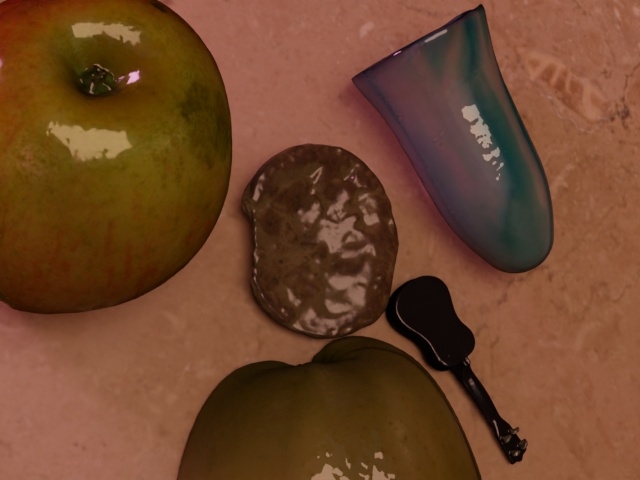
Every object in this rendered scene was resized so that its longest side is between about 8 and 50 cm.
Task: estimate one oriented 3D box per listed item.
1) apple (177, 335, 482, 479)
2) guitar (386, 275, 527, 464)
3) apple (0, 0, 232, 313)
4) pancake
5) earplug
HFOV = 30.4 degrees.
[{"bbox_3d":[0.020,0.294,1.343,0.320,0.311,0.360,5,73,-68],"label":"apple"},{"bbox_3d":[0.182,0.166,1.470,0.084,0.038,0.271,-36,94,-25],"label":"guitar"},{"bbox_3d":[-0.251,-0.095,1.196,0.339,0.339,0.339,5,76,-22],"label":"apple"},{"bbox_3d":[-0.001,0.001,1.427,0.222,0.042,0.236,-23,91,-31],"label":"pancake"},{"bbox_3d":[0.196,-0.108,1.472,0.185,0.185,0.324,-33,97,-26],"label":"earplug"}]
